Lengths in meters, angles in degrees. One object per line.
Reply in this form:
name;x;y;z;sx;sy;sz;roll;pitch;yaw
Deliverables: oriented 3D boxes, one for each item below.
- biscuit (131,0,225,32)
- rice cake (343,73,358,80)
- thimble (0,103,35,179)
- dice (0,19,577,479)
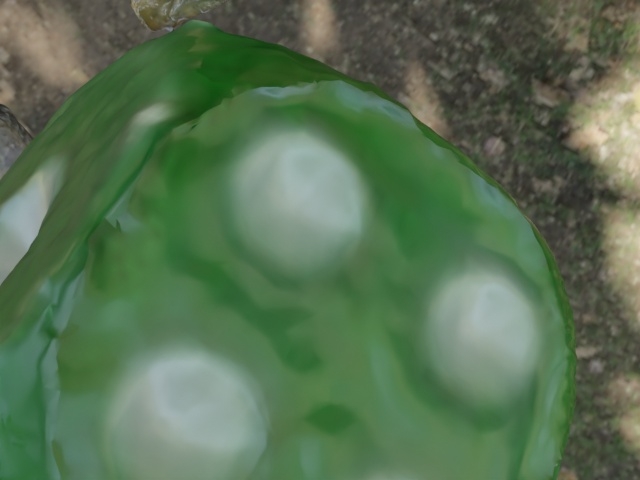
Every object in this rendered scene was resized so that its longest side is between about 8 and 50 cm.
biscuit;-0.045;-0.207;0.797;0.183;0.118;0.061;-26;123;16
rice cake;0.001;-0.001;1.080;0.106;0.050;0.298;17;106;58
thimble;-0.407;-0.030;1.398;0.245;0.217;0.157;-35;120;6
dice;-0.057;0.081;0.685;0.300;0.297;0.287;37;154;-20
